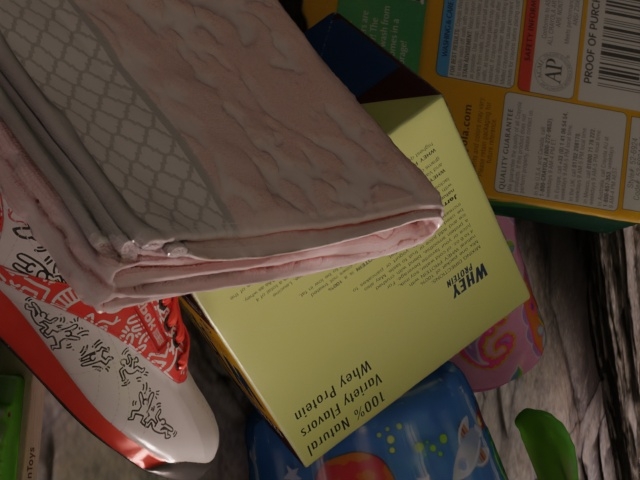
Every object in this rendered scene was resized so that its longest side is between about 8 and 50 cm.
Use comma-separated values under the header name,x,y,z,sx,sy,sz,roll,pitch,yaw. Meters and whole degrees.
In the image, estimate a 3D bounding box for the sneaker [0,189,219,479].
name,x,y,z,sx,sy,sz,roll,pitch,yaw
sneaker,-0.108,0.017,0.978,0.270,0.145,0.090,47,10,-27

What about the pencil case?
name,x,y,z,sx,sy,sz,roll,pitch,yaw
pencil case,0.113,-0.015,1.467,0.124,0.124,0.284,-47,130,-49

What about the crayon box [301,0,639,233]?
name,x,y,z,sx,sy,sz,roll,pitch,yaw
crayon box,0.096,-0.132,1.325,0.083,0.323,0.203,155,-57,-75

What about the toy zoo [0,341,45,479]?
name,x,y,z,sx,sy,sz,roll,pitch,yaw
toy zoo,-0.252,0.122,0.916,0.293,0.030,0.192,11,82,-60

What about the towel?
name,x,y,z,sx,sy,sz,roll,pitch,yaw
towel,-0.107,-0.115,0.929,0.332,0.053,0.317,51,26,15

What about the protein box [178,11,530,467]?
name,x,y,z,sx,sy,sz,roll,pitch,yaw
protein box,0.000,0.000,1.156,0.200,0.136,0.201,-37,133,-8

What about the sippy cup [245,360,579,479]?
name,x,y,z,sx,sy,sz,roll,pitch,yaw
sippy cup,0.048,0.210,1.276,0.305,0.240,0.224,-28,105,-67
